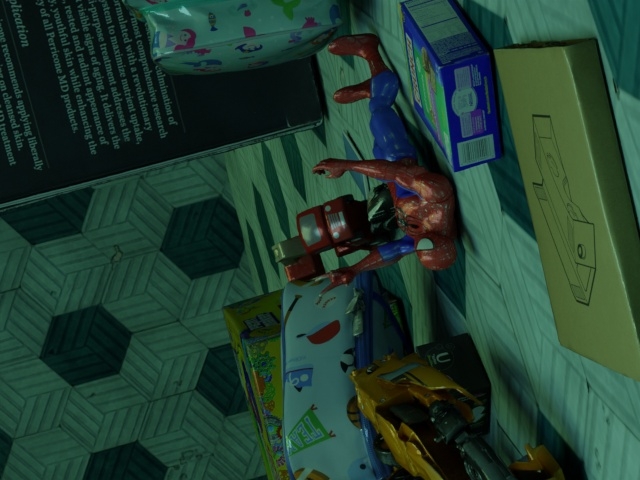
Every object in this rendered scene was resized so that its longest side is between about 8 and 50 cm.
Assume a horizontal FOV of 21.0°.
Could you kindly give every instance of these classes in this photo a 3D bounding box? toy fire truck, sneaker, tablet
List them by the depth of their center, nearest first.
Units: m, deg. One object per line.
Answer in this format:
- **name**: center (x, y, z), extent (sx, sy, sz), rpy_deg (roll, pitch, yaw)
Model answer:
- **sneaker**: center (0.060, -0.038, 1.695), extent (0.109, 0.040, 0.044), rpy_deg (109, 148, -77)
- **toy fire truck**: center (0.000, 0.000, 1.799), extent (0.192, 0.135, 0.047), rpy_deg (8, -116, -70)
- **tablet**: center (0.040, -0.082, 1.902), extent (0.083, 0.006, 0.054), rpy_deg (-118, 15, -59)

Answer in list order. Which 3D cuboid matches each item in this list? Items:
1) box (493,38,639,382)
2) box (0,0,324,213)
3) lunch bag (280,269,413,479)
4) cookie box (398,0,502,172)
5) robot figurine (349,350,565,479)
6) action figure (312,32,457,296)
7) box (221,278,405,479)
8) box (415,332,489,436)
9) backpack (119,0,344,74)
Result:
- **box**: center (0.156, -0.023, 1.052), extent (0.164, 0.021, 0.201), rpy_deg (-149, 45, -80)
- **box**: center (-0.287, -0.274, 2.167), extent (0.480, 0.471, 0.297), rpy_deg (-122, 19, -68)
- **lunch bag**: center (0.049, 0.174, 1.653), extent (0.303, 0.115, 0.243), rpy_deg (65, -161, -44)
- **cookie box**: center (0.094, -0.117, 1.259), extent (0.107, 0.040, 0.092), rpy_deg (-114, 10, -55)
- **robot figurine**: center (0.121, 0.196, 1.364), extent (0.291, 0.085, 0.211), rpy_deg (34, 148, 63)
- **action figure**: center (0.032, -0.060, 1.508), extent (0.280, 0.139, 0.091), rpy_deg (-116, 11, -46)
- **box**: center (0.016, 0.204, 2.003), extent (0.290, 0.177, 0.279), rpy_deg (-148, 43, -80)
- **box**: center (0.118, 0.135, 1.550), extent (0.083, 0.052, 0.062), rpy_deg (86, 168, -52)
- **backpack**: center (-0.082, -0.255, 1.626), extent (0.253, 0.225, 0.191), rpy_deg (-131, 32, -83)
